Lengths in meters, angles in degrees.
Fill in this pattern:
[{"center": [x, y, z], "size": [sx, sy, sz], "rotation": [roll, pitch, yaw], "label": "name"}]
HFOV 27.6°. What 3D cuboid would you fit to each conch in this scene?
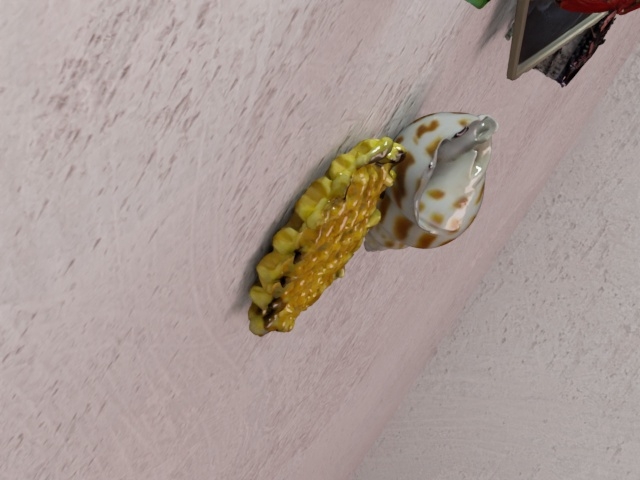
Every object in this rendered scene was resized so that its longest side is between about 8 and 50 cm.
[{"center": [0.152, -0.079, 1.894], "size": [0.182, 0.149, 0.275], "rotation": [5, 116, -43], "label": "conch"}]

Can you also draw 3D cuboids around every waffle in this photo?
[{"center": [0.006, -0.009, 1.741], "size": [0.329, 0.062, 0.329], "rotation": [-52, 166, -19], "label": "waffle"}]

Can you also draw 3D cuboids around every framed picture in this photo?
[{"center": [0.382, -0.377, 2.014], "size": [0.265, 0.018, 0.192], "rotation": [-37, 147, -31], "label": "framed picture"}]

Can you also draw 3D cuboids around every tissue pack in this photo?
[{"center": [0.488, -0.451, 2.248], "size": [0.245, 0.123, 0.332], "rotation": [-49, 170, -50], "label": "tissue pack"}]

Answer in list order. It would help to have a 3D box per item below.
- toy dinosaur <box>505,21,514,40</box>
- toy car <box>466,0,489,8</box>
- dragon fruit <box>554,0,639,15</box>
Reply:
[{"center": [0.367, -0.407, 2.061], "size": [0.242, 0.053, 0.167], "rotation": [-62, 167, 27], "label": "toy dinosaur"}, {"center": [0.203, -0.381, 1.294], "size": [0.213, 0.176, 0.359], "rotation": [-42, 158, -47], "label": "toy car"}, {"center": [0.370, -0.398, 1.750], "size": [0.234, 0.234, 0.293], "rotation": [-50, -178, -20], "label": "dragon fruit"}]
